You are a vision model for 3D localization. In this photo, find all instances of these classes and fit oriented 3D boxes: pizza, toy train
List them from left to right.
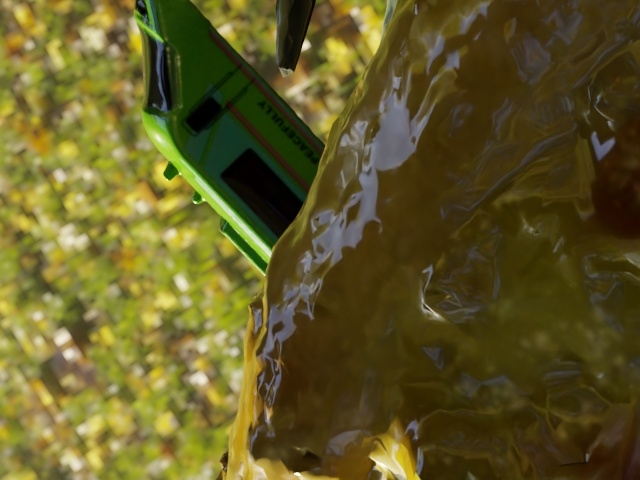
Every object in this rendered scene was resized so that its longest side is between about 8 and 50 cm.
[{"bbox_3d":[0.000,0.000,0.620,0.209,0.042,0.044,46,177,-18],"label":"toy train"},{"bbox_3d":[0.127,0.032,0.297,0.287,0.075,0.280,36,121,19],"label":"pizza"}]

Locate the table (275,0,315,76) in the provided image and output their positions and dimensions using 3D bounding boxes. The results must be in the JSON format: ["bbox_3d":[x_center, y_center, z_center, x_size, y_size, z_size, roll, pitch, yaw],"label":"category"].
[{"bbox_3d":[0.120,-0.204,0.700,0.317,0.317,0.249,-33,57,55],"label":"table"}]

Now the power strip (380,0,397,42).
[{"bbox_3d":[0.205,-0.071,0.959,0.357,0.357,0.161,67,167,-15],"label":"power strip"}]
